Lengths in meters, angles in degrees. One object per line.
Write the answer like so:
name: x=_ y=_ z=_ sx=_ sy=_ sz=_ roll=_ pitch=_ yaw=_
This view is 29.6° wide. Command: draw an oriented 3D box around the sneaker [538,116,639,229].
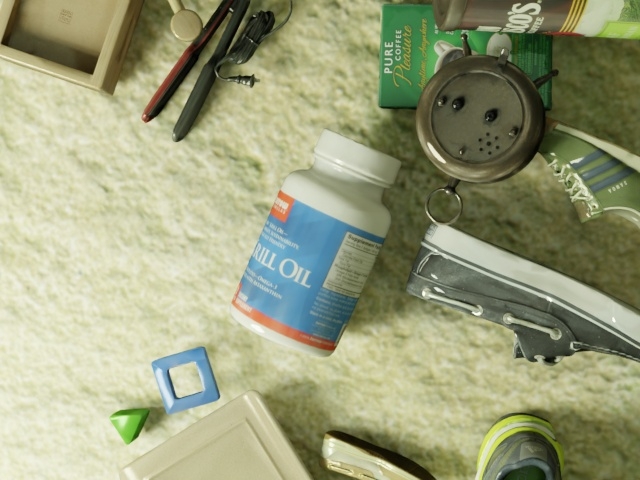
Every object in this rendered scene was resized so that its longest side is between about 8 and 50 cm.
sneaker: x=0.285 y=-0.061 z=1.270 sx=0.192 sy=0.064 sz=0.086 roll=24 pitch=91 yaw=3

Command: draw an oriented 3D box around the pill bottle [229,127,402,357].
pill bottle: x=0.000 y=0.000 z=1.275 sx=0.124 sy=0.124 sz=0.221 roll=23 pitch=94 yaw=5

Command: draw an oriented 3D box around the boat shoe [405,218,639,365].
boat shoe: x=0.234 y=0.082 z=1.262 sx=0.301 sy=0.108 sz=0.102 roll=24 pitch=95 yaw=7

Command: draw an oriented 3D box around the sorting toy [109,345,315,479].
sorting toy: x=-0.099 y=0.285 z=1.339 sx=0.196 sy=0.047 sz=0.348 roll=-32 pitch=88 yaw=11

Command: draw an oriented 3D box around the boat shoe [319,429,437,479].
boat shoe: x=0.062 y=0.252 z=1.319 sx=0.135 sy=0.050 sz=0.045 roll=23 pitch=98 yaw=15

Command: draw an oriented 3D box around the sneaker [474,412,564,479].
sneaker: x=0.188 y=0.336 z=1.269 sx=0.111 sy=0.121 sz=0.300 roll=9 pitch=93 yaw=6

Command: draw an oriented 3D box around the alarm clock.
alarm clock: x=0.156 y=-0.105 z=1.237 sx=0.129 sy=0.064 sz=0.192 roll=23 pitch=98 yaw=13

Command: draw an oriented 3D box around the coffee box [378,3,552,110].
coffee box: x=0.154 y=-0.195 z=1.292 sx=0.184 sy=0.040 sz=0.113 roll=0 pitch=92 yaw=6

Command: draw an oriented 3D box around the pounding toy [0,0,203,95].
pounding toy: x=-0.224 y=-0.251 z=1.309 sx=0.206 sy=0.094 sz=0.181 roll=19 pitch=91 yaw=-1

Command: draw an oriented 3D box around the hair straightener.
hair straightener: x=-0.097 y=-0.202 z=1.323 sx=0.089 sy=0.047 sz=0.230 roll=35 pitch=91 yaw=4

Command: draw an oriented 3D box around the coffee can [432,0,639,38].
coffee can: x=0.258 y=-0.298 z=1.176 sx=0.275 sy=0.201 sz=0.201 roll=3 pitch=93 yaw=-2
